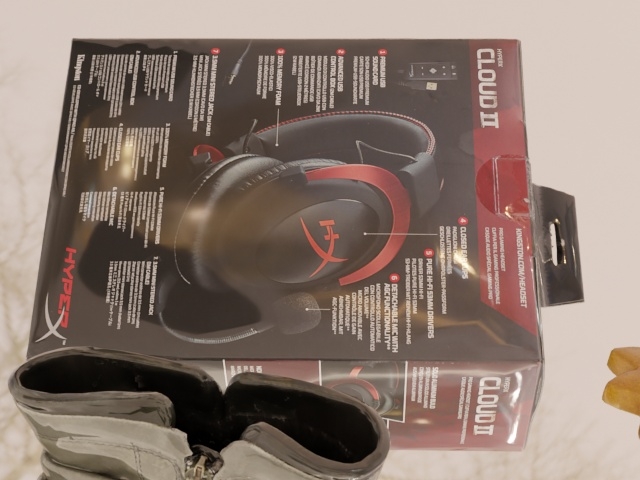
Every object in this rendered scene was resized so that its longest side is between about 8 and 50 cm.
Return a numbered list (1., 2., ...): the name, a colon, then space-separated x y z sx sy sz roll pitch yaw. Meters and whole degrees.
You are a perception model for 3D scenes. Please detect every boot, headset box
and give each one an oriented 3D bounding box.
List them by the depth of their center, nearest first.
1. boot: -0.092 0.104 0.551 0.246 0.083 0.161 3 -58 12
2. headset box: 0.000 0.000 0.847 0.293 0.218 0.110 0 -34 1

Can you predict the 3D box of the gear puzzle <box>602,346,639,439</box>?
1. gear puzzle: 0.265 0.081 0.518 0.339 0.175 0.044 17 -62 21
